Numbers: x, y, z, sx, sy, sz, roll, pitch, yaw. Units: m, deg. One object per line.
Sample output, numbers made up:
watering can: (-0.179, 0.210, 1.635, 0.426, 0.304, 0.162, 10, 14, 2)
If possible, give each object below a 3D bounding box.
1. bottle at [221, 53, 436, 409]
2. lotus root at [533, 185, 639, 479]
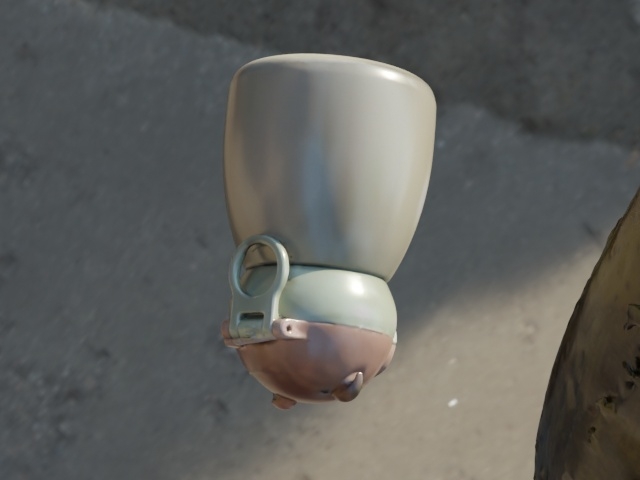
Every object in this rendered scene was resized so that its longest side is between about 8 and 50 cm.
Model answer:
bottle: (0.000, 0.000, 1.315, 0.148, 0.147, 0.236, 8, 80, -21)
lotus root: (0.196, 0.055, 0.845, 0.196, 0.397, 0.179, -33, 60, -30)
